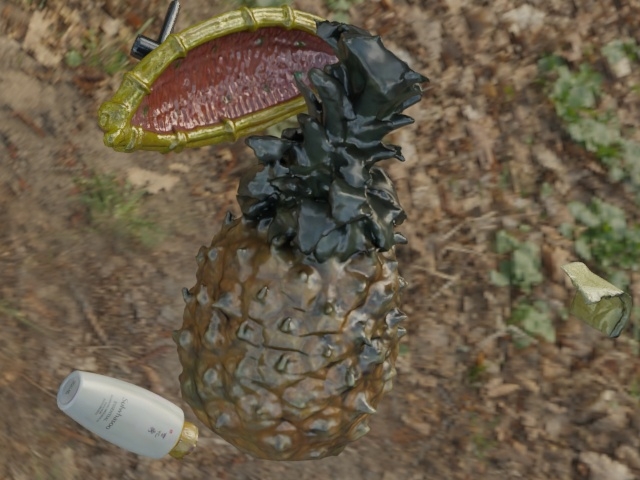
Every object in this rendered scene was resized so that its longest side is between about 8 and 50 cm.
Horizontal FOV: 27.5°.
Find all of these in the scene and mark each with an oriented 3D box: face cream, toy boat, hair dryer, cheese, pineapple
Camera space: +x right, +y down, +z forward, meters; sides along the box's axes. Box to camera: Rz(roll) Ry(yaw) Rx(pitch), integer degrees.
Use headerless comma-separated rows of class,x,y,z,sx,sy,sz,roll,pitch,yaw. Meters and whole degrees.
face cream,-0.219,0.202,1.500,0.182,0.051,0.072,34,85,-40
toy boat,-0.090,-0.161,1.319,0.318,0.099,0.141,-19,122,-26
hair dryer,-0.161,-0.215,1.344,0.047,0.026,0.083,24,63,-15
cheese,0.263,0.051,1.256,0.041,0.060,0.084,-46,139,-7
pineapple,0.000,0.000,0.571,0.108,0.108,0.198,7,120,-20
